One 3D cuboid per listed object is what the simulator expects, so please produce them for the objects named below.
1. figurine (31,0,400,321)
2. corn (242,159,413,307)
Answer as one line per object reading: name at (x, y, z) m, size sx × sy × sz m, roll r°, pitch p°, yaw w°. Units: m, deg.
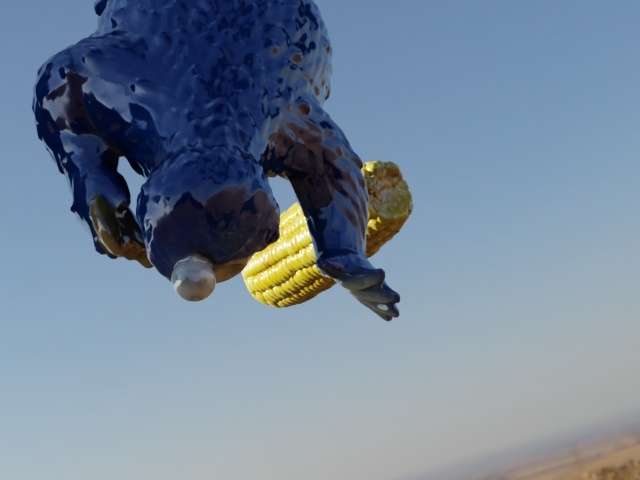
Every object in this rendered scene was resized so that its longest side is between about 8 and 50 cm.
figurine at (-0.052, -0.069, 0.539) m, size 0.164 × 0.262 × 0.120 m, roll 7°, pitch -56°, yaw -24°
corn at (0.000, 0.000, 0.808) m, size 0.067 × 0.067 × 0.206 m, roll -9°, pitch -14°, yaw -31°
